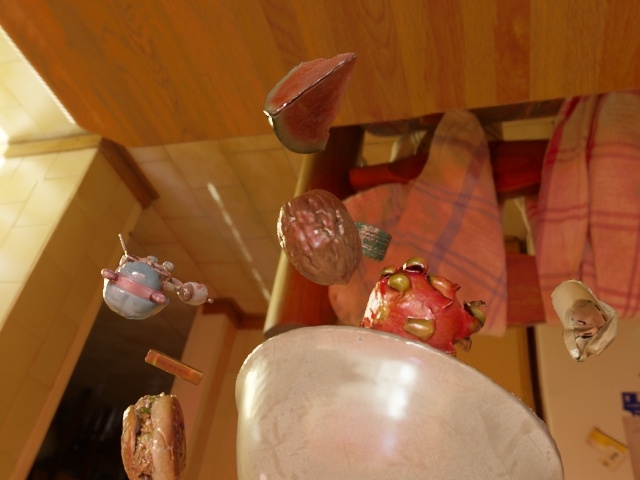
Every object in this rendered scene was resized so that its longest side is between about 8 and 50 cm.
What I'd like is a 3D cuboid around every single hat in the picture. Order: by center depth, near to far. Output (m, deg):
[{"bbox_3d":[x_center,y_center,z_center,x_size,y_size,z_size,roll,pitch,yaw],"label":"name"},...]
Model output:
[{"bbox_3d":[0.529,0.153,1.152,0.122,0.081,0.166,-29,96,49],"label":"hat"}]

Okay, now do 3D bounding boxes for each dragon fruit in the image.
[{"bbox_3d":[0.228,0.165,1.276,0.243,0.307,0.228,43,113,20],"label":"dragon fruit"}]

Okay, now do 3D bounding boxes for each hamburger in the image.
[{"bbox_3d":[-0.415,0.522,1.467,0.146,0.286,0.243,-9,124,-10],"label":"hamburger"}]

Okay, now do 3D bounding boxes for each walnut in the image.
[{"bbox_3d":[0.001,-0.001,1.273,0.178,0.230,0.178,-29,170,-6],"label":"walnut"}]

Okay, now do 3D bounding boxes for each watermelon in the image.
[{"bbox_3d":[-0.037,-0.266,1.021,0.136,0.207,0.202,33,114,13],"label":"watermelon"}]

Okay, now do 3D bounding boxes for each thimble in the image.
[{"bbox_3d":[0.135,0.004,1.618,0.118,0.090,0.135,22,180,-4],"label":"thimble"}]

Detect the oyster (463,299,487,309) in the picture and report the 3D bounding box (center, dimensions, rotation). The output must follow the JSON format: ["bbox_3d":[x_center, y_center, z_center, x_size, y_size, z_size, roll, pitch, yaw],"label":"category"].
[{"bbox_3d":[0.495,0.206,1.830,0.086,0.029,0.132,-13,167,-2],"label":"oyster"}]

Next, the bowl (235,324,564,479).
[{"bbox_3d":[0.037,0.233,0.483,0.313,0.146,0.313,12,129,15],"label":"bowl"}]

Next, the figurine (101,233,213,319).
[{"bbox_3d":[-0.300,0.085,1.040,0.205,0.103,0.260,35,-179,-9],"label":"figurine"}]

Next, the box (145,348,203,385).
[{"bbox_3d":[-0.316,0.276,1.253,0.121,0.030,0.193,26,164,-6],"label":"box"}]
